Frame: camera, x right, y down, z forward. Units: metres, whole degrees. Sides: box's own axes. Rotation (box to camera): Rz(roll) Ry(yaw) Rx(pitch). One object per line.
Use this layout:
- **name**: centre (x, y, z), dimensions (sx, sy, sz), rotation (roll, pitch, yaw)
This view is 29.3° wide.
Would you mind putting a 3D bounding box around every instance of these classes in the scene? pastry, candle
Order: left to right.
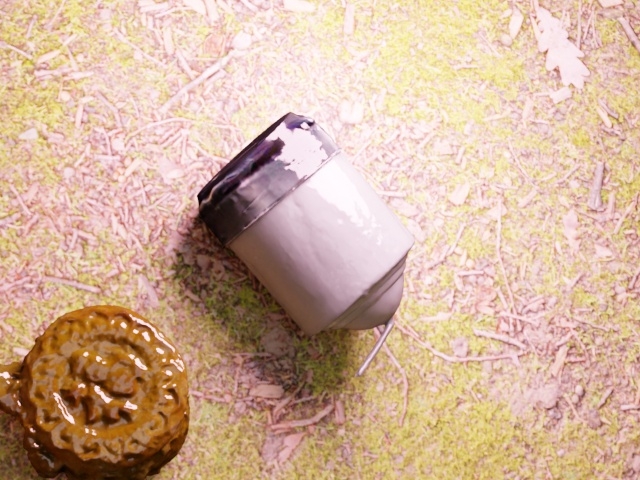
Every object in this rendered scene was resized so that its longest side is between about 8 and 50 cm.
- **pastry**: centre (-0.290, 0.216, 1.625), dimensions (0.235, 0.132, 0.240), rotation (-32, 80, -15)
- **candle**: centre (0.000, 0.000, 1.728), dimensions (0.221, 0.221, 0.342), rotation (-43, 94, -24)
